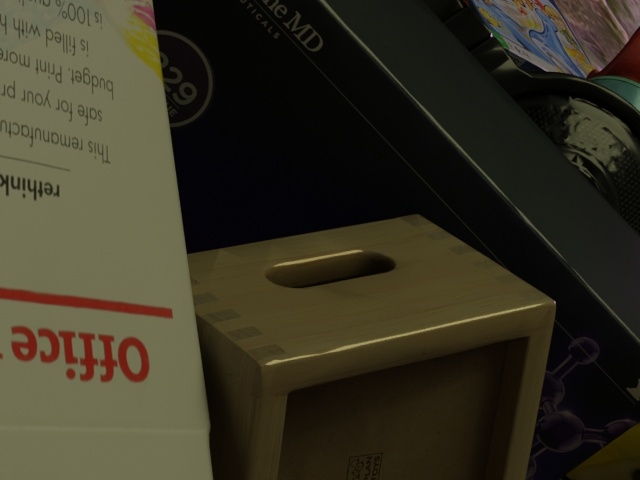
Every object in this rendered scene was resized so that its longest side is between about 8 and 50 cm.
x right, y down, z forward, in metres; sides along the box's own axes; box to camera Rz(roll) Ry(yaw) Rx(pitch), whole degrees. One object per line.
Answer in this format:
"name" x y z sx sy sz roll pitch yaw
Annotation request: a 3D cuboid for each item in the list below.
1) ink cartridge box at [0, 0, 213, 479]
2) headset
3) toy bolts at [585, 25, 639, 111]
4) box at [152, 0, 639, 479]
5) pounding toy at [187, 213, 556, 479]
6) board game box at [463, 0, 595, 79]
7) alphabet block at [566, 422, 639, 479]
"ink cartridge box" -0.146 -0.032 0.547 0.207 0.119 0.354 12 66 -58
"headset" 0.092 0.019 0.952 0.394 0.185 0.243 55 -2 19
"toy bolts" 0.292 -0.057 1.394 0.228 0.218 0.158 35 48 -1
"box" 0.000 0.000 0.769 0.261 0.184 0.103 46 23 -9
"pounding toy" 0.017 0.101 0.695 0.181 0.206 0.094 -10 29 -34
"board game box" 0.155 -0.170 1.499 0.201 0.035 0.136 19 38 -51
"alphabet block" 0.284 0.085 1.078 0.197 0.192 0.193 36 53 -31
